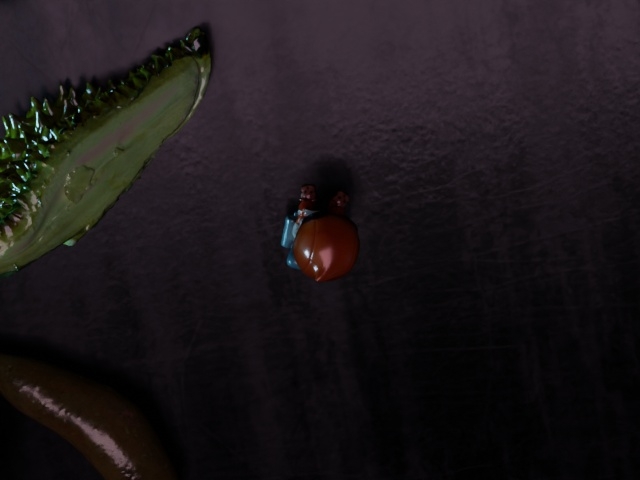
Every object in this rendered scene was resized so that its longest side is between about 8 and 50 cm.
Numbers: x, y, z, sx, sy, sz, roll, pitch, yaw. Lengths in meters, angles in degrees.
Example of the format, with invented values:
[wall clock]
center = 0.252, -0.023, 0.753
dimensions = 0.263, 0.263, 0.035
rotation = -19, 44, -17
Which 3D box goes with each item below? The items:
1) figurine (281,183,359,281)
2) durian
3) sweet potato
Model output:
[figurine]
center = 0.000, 0.000, 1.457
dimensions = 0.068, 0.140, 0.075
rotation = 12, 108, -6
[durian]
center = -0.247, -0.068, 1.443
dimensions = 0.375, 0.106, 0.132
rotation = -44, 115, -9
[sweet potato]
center = -0.211, 0.227, 1.578
dimensions = 0.108, 0.079, 0.346
rotation = -20, 112, 38
